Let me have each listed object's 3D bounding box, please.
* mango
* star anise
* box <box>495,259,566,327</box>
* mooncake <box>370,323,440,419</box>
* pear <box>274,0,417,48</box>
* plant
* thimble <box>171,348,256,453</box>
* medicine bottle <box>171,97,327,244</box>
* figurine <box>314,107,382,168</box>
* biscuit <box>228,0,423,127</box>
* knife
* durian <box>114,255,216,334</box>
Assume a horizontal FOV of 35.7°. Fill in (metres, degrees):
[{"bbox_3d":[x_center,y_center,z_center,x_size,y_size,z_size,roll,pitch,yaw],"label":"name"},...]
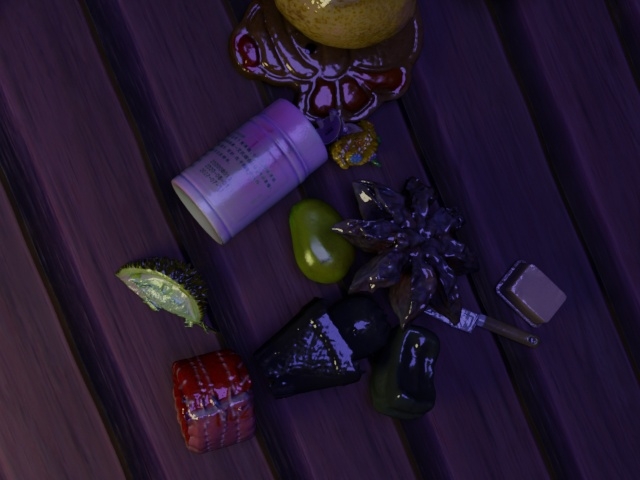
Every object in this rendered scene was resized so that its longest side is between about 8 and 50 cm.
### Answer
[{"bbox_3d":[0.006,0.000,1.854,0.117,0.089,0.163,-8,88,-18],"label":"mango"},{"bbox_3d":[0.170,0.015,1.840,0.332,0.117,0.331,11,64,-23],"label":"star anise"},{"bbox_3d":[0.417,0.104,1.949,0.122,0.062,0.089,43,79,-7],"label":"box"},{"bbox_3d":[0.162,0.243,1.835,0.104,0.168,0.175,15,98,-11],"label":"mooncake"},{"bbox_3d":[0.046,-0.472,1.768,0.271,0.271,0.271,1,86,-12],"label":"pear"},{"bbox_3d":[0.008,0.191,1.817,0.256,0.142,0.164,-30,92,-9],"label":"plant"},{"bbox_3d":[-0.190,0.282,1.747,0.125,0.189,0.163,-12,65,-15],"label":"thimble"},{"bbox_3d":[-0.126,-0.127,1.802,0.254,0.152,0.152,-39,95,-12],"label":"medicine bottle"},{"bbox_3d":[0.064,-0.169,1.859,0.156,0.095,0.115,25,49,-51],"label":"figurine"},{"bbox_3d":[0.013,-0.394,1.898,0.381,0.074,0.359,-20,88,-16],"label":"biscuit"},{"bbox_3d":[0.294,0.158,1.942,0.298,0.017,0.047,22,88,-10],"label":"knife"},{"bbox_3d":[-0.265,0.089,1.811,0.215,0.086,0.100,32,114,-5],"label":"durian"}]
